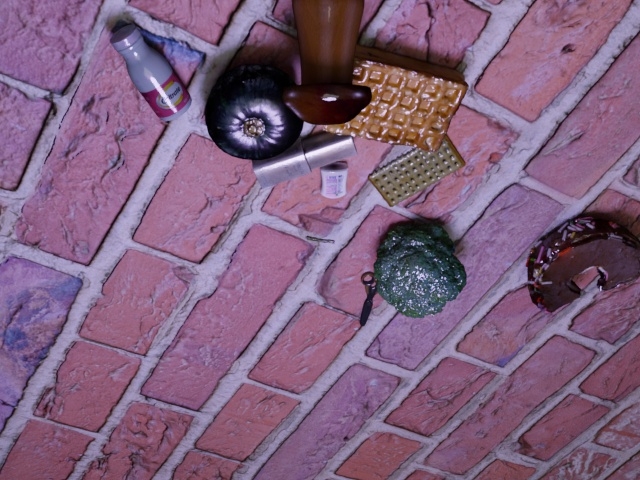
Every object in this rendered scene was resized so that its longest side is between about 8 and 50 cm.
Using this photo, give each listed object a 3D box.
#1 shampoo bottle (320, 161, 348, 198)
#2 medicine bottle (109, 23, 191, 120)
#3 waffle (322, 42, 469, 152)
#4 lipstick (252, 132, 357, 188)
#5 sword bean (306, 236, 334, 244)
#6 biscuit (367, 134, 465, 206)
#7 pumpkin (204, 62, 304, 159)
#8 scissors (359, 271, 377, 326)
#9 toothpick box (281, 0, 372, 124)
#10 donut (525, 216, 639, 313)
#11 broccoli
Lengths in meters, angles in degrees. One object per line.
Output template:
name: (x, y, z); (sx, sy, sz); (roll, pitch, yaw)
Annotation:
shampoo bottle: (0.035, -0.150, 2.079); (0.072, 0.043, 0.099); (-4, 132, -5)
medicine bottle: (-0.375, -0.370, 1.792); (0.091, 0.090, 0.216); (-24, 130, 12)
waffle: (0.174, -0.330, 1.915); (0.308, 0.091, 0.212); (10, 129, -15)
lipstick: (-0.040, -0.208, 1.993); (0.253, 0.077, 0.079); (-18, 131, 7)
sword bean: (0.000, 0.000, 2.225); (0.083, 0.012, 0.012); (8, 129, -17)
biscuit: (0.249, -0.182, 2.104); (0.232, 0.016, 0.139); (-29, 130, 16)
pumpkin: (-0.150, -0.290, 1.851); (0.233, 0.163, 0.233); (-4, 127, -5)
scissors: (0.145, 0.177, 2.399); (0.088, 0.017, 0.220); (3, 131, -12)
toothpick box: (0.016, -0.392, 1.713); (0.192, 0.192, 0.294); (1, 95, -10)
donut: (0.734, 0.055, 2.309); (0.345, 0.136, 0.259); (-29, 127, 15)
broccoli: (0.274, 0.084, 2.212); (0.270, 0.269, 0.270); (-16, 166, 5)
